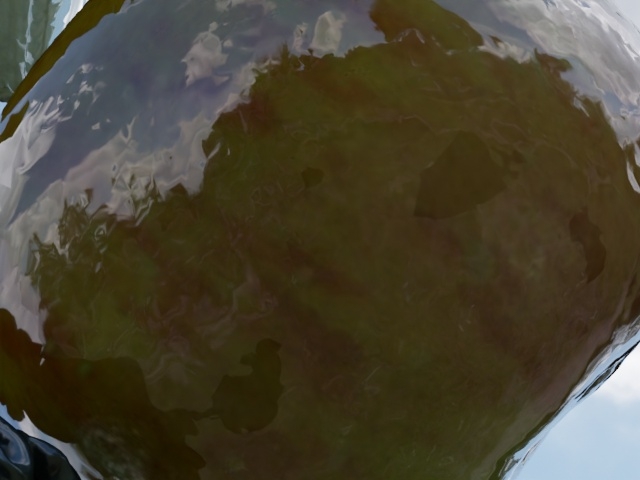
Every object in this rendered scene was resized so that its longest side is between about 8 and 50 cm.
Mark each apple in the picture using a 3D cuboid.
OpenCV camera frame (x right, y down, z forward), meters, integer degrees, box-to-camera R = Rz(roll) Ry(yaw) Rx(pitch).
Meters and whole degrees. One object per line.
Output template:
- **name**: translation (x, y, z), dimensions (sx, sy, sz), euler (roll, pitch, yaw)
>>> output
- **apple**: translation (0.000, 0.000, 0.659), dimensions (0.400, 0.333, 0.400), euler (-48, -13, -15)

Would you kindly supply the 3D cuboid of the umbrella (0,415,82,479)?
- **umbrella**: translation (-0.181, 0.104, 0.499), dimensions (0.143, 0.348, 0.094), euler (7, -92, -44)

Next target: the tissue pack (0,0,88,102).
- **tissue pack**: translation (-0.202, -0.364, 0.892), dimensions (0.205, 0.405, 0.332), euler (22, -39, -5)
